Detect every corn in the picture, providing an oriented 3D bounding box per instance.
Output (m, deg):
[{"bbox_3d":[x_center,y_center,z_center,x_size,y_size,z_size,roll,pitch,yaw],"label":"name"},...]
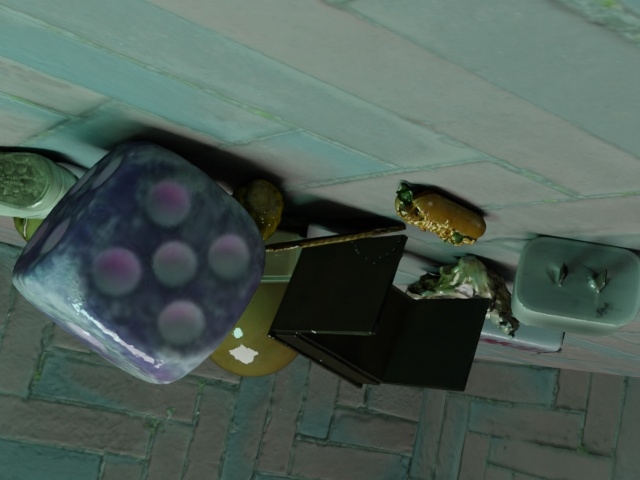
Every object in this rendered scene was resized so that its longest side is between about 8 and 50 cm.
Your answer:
[{"bbox_3d":[-0.112,-0.043,1.448,0.097,0.097,0.261,13,170,-8],"label":"corn"}]

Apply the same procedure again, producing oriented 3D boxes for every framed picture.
[{"bbox_3d":[-0.249,0.020,1.740,0.445,0.028,0.326,0,159,-4],"label":"framed picture"}]

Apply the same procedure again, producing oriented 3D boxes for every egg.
[{"bbox_3d":[-0.174,0.209,2.355,0.301,0.301,0.374,10,171,12],"label":"egg"}]

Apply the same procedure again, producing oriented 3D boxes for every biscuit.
[{"bbox_3d":[0.000,0.000,1.545,0.236,0.013,0.232,-9,-179,-28],"label":"biscuit"}]

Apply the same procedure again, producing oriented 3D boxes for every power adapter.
[{"bbox_3d":[0.399,0.071,1.401,0.187,0.124,0.255,8,169,12],"label":"power adapter"}]

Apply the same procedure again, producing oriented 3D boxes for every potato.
[{"bbox_3d":[-0.656,-0.058,1.965,0.120,0.081,0.149,35,167,17],"label":"potato"}]

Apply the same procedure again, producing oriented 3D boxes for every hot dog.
[{"bbox_3d":[0.172,-0.032,1.277,0.072,0.055,0.188,4,169,46],"label":"hot dog"}]

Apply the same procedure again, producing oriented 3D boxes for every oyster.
[{"bbox_3d":[0.292,0.105,1.789,0.237,0.115,0.351,18,168,16],"label":"oyster"}]

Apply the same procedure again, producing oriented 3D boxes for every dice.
[{"bbox_3d":[-0.266,0.033,1.325,0.270,0.271,0.270,43,158,-23],"label":"dice"}]

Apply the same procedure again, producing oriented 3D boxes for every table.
[{"bbox_3d":[0.106,0.138,1.605,0.250,0.196,0.282,36,156,-31],"label":"table"}]

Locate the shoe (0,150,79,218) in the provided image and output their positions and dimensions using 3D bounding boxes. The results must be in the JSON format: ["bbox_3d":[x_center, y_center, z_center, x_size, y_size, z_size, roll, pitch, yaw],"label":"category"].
[{"bbox_3d":[-0.547,-0.095,1.622,0.316,0.124,0.159,5,175,34],"label":"shoe"}]

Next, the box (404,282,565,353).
[{"bbox_3d":[0.390,0.191,2.144,0.369,0.112,0.190,13,171,-3],"label":"box"}]
